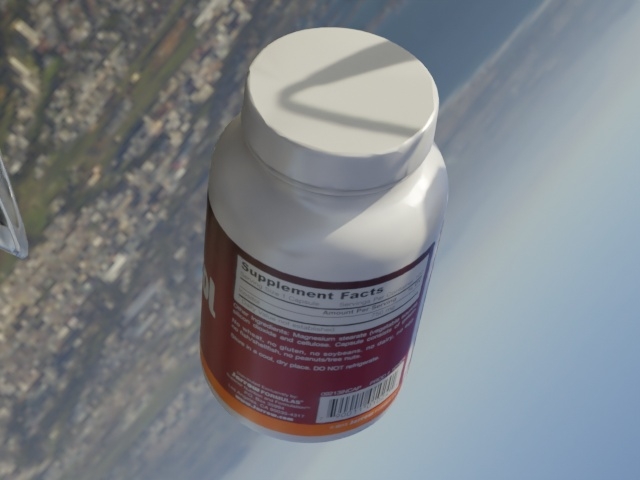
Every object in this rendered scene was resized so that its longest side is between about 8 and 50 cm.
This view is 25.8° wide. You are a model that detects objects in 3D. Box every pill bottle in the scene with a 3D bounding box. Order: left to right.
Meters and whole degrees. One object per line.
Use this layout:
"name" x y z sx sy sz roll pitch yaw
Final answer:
"pill bottle" 0.000 0.000 0.513 0.086 0.086 0.152 -46 157 -37

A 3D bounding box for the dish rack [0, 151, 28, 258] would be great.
"dish rack" -0.231 -0.122 0.676 0.072 0.285 0.333 -19 179 -8
